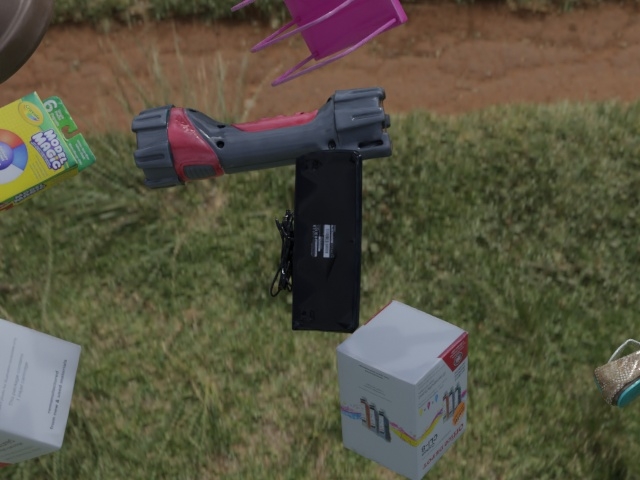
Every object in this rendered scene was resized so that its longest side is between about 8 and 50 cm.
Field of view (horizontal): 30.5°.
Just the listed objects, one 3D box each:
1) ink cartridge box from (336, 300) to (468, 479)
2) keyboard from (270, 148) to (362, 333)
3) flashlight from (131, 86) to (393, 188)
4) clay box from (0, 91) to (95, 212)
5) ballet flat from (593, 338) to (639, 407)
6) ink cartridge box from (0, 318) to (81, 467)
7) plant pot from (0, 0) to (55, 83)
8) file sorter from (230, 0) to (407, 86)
[{"bbox_3d":[0.110,0.199,1.547,0.127,0.176,0.128,22,43,32],"label":"ink cartridge box"},{"bbox_3d":[0.000,0.000,1.238,0.100,0.038,0.192,3,91,19],"label":"keyboard"},{"bbox_3d":[-0.069,-0.131,1.414,0.304,0.103,0.103,-9,14,8],"label":"flashlight"},{"bbox_3d":[-0.444,-0.117,1.656,0.222,0.053,0.127,-30,81,-15],"label":"clay box"},{"bbox_3d":[0.453,0.148,1.587,0.206,0.073,0.067,-27,53,-21],"label":"ballet flat"},{"bbox_3d":[-0.573,0.186,1.604,0.385,0.279,0.160,26,58,-34],"label":"ink cartridge box"},{"bbox_3d":[-0.614,-0.409,1.944,0.263,0.229,0.263,-17,59,30],"label":"plant pot"},{"bbox_3d":[-0.042,-0.419,1.871,0.202,0.290,0.182,-16,18,42],"label":"file sorter"}]
